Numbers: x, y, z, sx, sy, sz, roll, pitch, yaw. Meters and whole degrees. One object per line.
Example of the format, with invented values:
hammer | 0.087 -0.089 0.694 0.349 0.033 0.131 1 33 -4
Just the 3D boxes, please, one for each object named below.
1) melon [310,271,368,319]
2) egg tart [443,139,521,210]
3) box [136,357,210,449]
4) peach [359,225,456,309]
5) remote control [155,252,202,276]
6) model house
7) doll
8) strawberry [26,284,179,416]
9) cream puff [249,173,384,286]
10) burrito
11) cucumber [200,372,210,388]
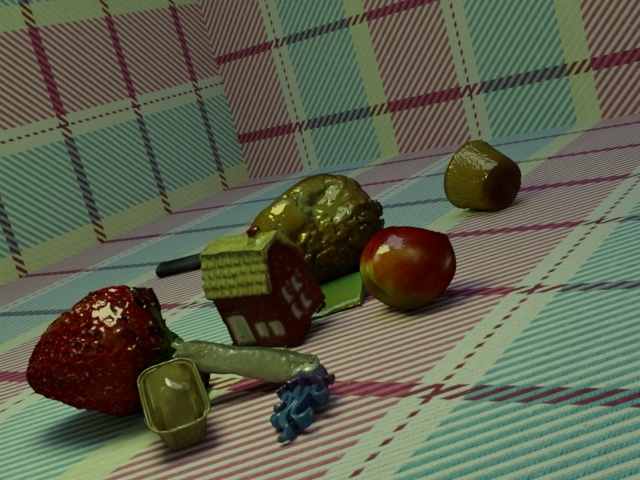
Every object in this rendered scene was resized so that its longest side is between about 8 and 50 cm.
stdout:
melon | 0.000 0.154 1.871 0.261 0.053 0.114 -22 31 -12
egg tart | 0.476 -0.177 2.403 0.215 0.215 0.171 -21 30 -26
box | -0.247 0.270 1.384 0.111 0.111 0.177 -18 32 -13
peach | 0.184 0.049 1.732 0.192 0.190 0.190 -44 25 -27
remote control | -0.353 0.054 2.702 0.377 0.044 0.107 -14 17 10
model house | -0.133 0.083 1.741 0.196 0.254 0.160 -4 29 36
doll | -0.031 0.260 1.348 0.110 0.067 0.206 -20 20 22
strawberry | -0.415 0.222 1.544 0.288 0.250 0.238 -13 18 2
cream puff | 0.000 0.000 1.984 0.327 0.231 0.343 -44 -21 20
burrito | -0.139 0.220 1.503 0.275 0.059 0.082 8 8 -6
cucumber | -0.249 0.285 1.534 0.053 0.053 0.181 -10 12 22
